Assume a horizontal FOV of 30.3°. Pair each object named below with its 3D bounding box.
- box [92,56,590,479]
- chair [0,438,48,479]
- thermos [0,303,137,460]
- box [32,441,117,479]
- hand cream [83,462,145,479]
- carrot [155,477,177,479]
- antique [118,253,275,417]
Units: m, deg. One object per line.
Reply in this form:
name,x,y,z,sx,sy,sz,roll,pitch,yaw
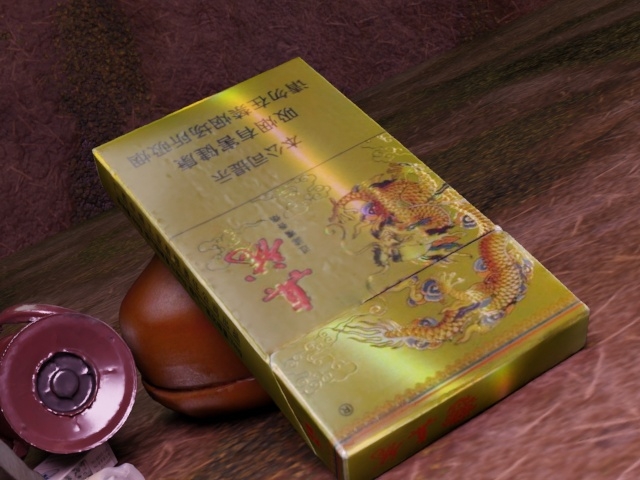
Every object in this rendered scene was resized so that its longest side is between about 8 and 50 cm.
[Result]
box,0.000,0.000,0.749,0.173,0.043,0.311,-27,49,-19
chair,-0.186,0.187,0.563,0.136,0.147,0.270,-22,-33,-4
thermos,-0.213,0.114,0.886,0.232,0.099,0.124,-21,51,64
box,-0.189,0.174,0.840,0.054,0.024,0.083,-17,12,28
hand cream,-0.172,0.180,0.753,0.143,0.039,0.061,-25,10,20
carrot,-0.022,0.155,0.535,0.057,0.057,0.224,-31,19,-31
antique,-0.019,0.031,0.881,0.278,0.129,0.223,-21,11,5
